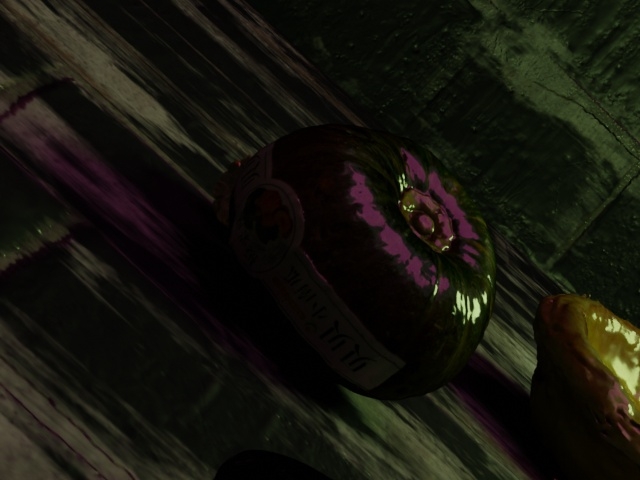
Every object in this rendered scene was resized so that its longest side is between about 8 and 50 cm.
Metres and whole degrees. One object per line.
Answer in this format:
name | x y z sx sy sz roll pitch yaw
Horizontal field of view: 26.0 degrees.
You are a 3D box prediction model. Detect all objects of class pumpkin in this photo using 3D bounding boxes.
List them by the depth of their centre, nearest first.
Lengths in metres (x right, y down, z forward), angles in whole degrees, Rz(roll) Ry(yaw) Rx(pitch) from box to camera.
pumpkin | 0.033 0.022 1.224 0.260 0.189 0.260 30 40 -28

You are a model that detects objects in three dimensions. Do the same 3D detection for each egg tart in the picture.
egg tart | 0.374 0.232 1.635 0.388 0.169 0.388 39 15 -13

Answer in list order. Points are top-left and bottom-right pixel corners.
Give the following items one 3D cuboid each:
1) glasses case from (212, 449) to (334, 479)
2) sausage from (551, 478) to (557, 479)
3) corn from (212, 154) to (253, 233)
glasses case | 0.058 0.233 0.760 0.314 0.075 0.122 43 13 -1
sausage | 0.286 0.294 1.395 0.048 0.050 0.145 -31 69 -35
corn | 0.000 0.000 1.388 0.244 0.093 0.093 28 18 -37
